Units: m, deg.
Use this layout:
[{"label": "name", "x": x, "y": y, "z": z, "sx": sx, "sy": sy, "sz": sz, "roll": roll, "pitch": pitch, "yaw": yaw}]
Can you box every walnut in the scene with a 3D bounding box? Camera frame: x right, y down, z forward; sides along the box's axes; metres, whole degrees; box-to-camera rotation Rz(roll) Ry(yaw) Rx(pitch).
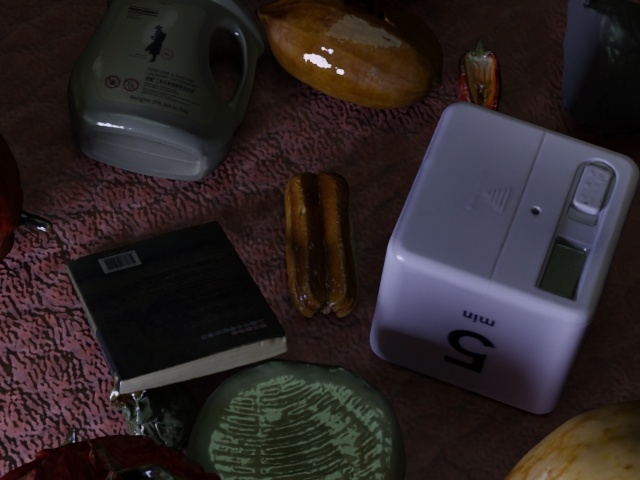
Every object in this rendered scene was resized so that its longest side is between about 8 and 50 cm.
[{"label": "walnut", "x": 0.029, "y": -0.201, "z": 1.920, "sx": 0.207, "sy": 0.116, "sz": 0.115, "roll": 18, "pitch": 59, "yaw": 5}]

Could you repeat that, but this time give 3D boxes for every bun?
[{"label": "bun", "x": -0.021, "y": 0.200, "z": 1.662, "sx": 0.195, "sy": 0.118, "sz": 0.195, "roll": 0, "pitch": 63, "yaw": 0}]

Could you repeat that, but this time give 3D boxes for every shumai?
[{"label": "shumai", "x": -0.148, "y": 0.147, "z": 1.705, "sx": 0.082, "sy": 0.080, "sz": 0.083, "roll": 26, "pitch": 58, "yaw": 9}]

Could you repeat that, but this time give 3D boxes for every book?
[{"label": "book", "x": -0.137, "y": 0.059, "z": 1.733, "sx": 0.160, "sy": 0.024, "sz": 0.228, "roll": -14, "pitch": 32, "yaw": -14}]

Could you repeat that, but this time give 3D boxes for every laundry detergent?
[{"label": "laundry detergent", "x": -0.152, "y": -0.190, "z": 1.906, "sx": 0.181, "sy": 0.091, "sz": 0.253, "roll": 13, "pitch": 58, "yaw": 0}]

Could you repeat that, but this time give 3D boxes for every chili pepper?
[{"label": "chili pepper", "x": 0.167, "y": -0.133, "z": 1.937, "sx": 0.045, "sy": 0.027, "sz": 0.178, "roll": 0, "pitch": 58, "yaw": 0}]

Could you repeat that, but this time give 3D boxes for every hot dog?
[{"label": "hot dog", "x": 0.000, "y": 0.000, "z": 1.829, "sx": 0.071, "sy": 0.045, "sz": 0.165, "roll": -2, "pitch": 58, "yaw": -4}]

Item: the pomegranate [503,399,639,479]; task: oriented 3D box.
[{"label": "pomegranate", "x": 0.298, "y": 0.276, "z": 1.523, "sx": 0.342, "sy": 0.342, "sz": 0.342, "roll": 2, "pitch": 58, "yaw": -4}]

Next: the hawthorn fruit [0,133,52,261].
[{"label": "hawthorn fruit", "x": -0.381, "y": -0.046, "z": 1.740, "sx": 0.261, "sy": 0.224, "sz": 0.224, "roll": 21, "pitch": 56, "yaw": -20}]

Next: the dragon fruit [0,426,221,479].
[{"label": "dragon fruit", "x": -0.202, "y": 0.285, "z": 1.526, "sx": 0.299, "sy": 0.244, "sz": 0.244, "roll": -38, "pitch": 68, "yaw": -7}]

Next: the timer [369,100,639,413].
[{"label": "timer", "x": 0.170, "y": 0.018, "z": 1.746, "sx": 0.194, "sy": 0.195, "sz": 0.192, "roll": 20, "pitch": 59, "yaw": 6}]

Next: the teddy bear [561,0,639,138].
[{"label": "teddy bear", "x": 0.359, "y": -0.150, "z": 1.915, "sx": 0.251, "sy": 0.144, "sz": 0.171, "roll": 16, "pitch": 92, "yaw": -13}]
